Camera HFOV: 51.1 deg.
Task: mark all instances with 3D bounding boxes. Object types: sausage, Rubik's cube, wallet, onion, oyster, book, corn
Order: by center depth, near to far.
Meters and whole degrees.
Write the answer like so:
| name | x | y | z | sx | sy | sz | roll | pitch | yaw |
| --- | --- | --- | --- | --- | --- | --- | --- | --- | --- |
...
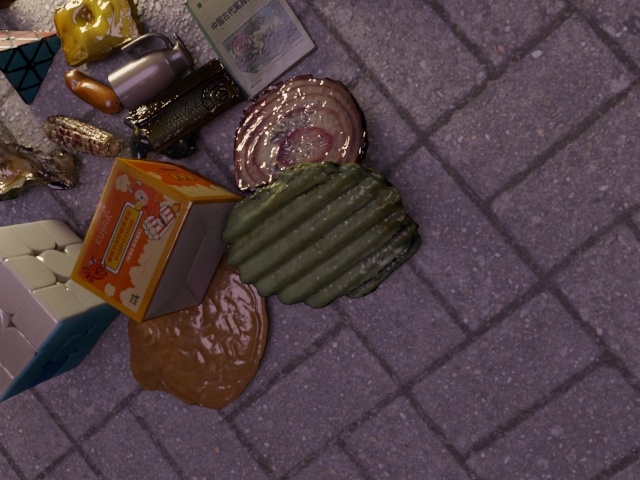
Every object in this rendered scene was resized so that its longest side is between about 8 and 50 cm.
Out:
| name | x | y | z | sx | sy | sz | roll | pitch | yaw |
| --- | --- | --- | --- | --- | --- | --- | --- | --- | --- |
| onion | -0.027 | -0.221 | 1.474 | 0.314 | 0.146 | 0.280 | -8 | 65 | 22 |
| book | -0.163 | -0.495 | 1.537 | 0.214 | 0.025 | 0.283 | -35 | 87 | 16 |
| wallet | -0.309 | -0.312 | 1.538 | 0.243 | 0.039 | 0.133 | -33 | 71 | -6 |
| Rubik's cube | -0.693 | 0.154 | 1.592 | 0.291 | 0.290 | 0.292 | 43 | 106 | 7 |
| corn | -0.575 | -0.251 | 1.621 | 0.237 | 0.079 | 0.080 | 18 | 100 | 28 |
| sausage | -0.555 | -0.361 | 1.639 | 0.183 | 0.054 | 0.062 | 29 | 69 | 13 |
| oyster | -0.773 | -0.195 | 1.672 | 0.336 | 0.133 | 0.198 | 0 | 95 | 12 |
| Rubik's cube | -0.767 | -0.435 | 1.680 | 0.190 | 0.211 | 0.178 | 26 | 129 | 28 |

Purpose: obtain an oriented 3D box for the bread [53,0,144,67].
| name | x | y | z | sx | sy | sz | roll | pitch | yaw |
| --- | --- | --- | --- | --- | --- | --- | --- | --- | --- |
| bread | -0.527 | -0.515 | 1.603 | 0.233 | 0.088 | 0.161 | -13 | 86 | 18 |

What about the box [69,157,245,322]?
| name | x | y | z | sx | sy | sz | roll | pitch | yaw |
| --- | --- | --- | --- | --- | --- | --- | --- | --- | --- |
| box | -0.348 | -0.009 | 1.451 | 0.213 | 0.259 | 0.284 | 28 | 101 | 16 |

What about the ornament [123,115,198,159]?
| name | x | y | z | sx | sy | sz | roll | pitch | yaw |
| --- | --- | --- | --- | --- | --- | --- | --- | --- | --- |
| ornament | -0.398 | -0.162 | 1.603 | 0.202 | 0.080 | 0.236 | 15 | 96 | 16 |

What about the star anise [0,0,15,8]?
| name | x | y | z | sx | sy | sz | roll | pitch | yaw |
| --- | --- | --- | --- | --- | --- | --- | --- | --- | --- |
| star anise | -0.875 | -0.606 | 1.683 | 0.212 | 0.111 | 0.196 | -30 | 80 | 22 |

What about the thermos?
| name | x | y | z | sx | sy | sz | roll | pitch | yaw |
| --- | --- | --- | --- | --- | --- | --- | --- | --- | --- |
| thermos | -0.396 | -0.406 | 1.560 | 0.193 | 0.105 | 0.137 | -29 | 113 | 11 |

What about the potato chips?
| name | x | y | z | sx | sy | sz | roll | pitch | yaw |
| --- | --- | --- | --- | --- | --- | --- | --- | --- | --- |
| potato chips | 0.000 | 0.000 | 1.439 | 0.429 | 0.070 | 0.358 | -34 | 117 | 26 |

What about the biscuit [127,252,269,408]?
| name | x | y | z | sx | sy | sz | roll | pitch | yaw |
| --- | --- | --- | --- | --- | --- | --- | --- | --- | --- |
| biscuit | -0.300 | 0.210 | 1.616 | 0.364 | 0.062 | 0.385 | 12 | 98 | 15 |
